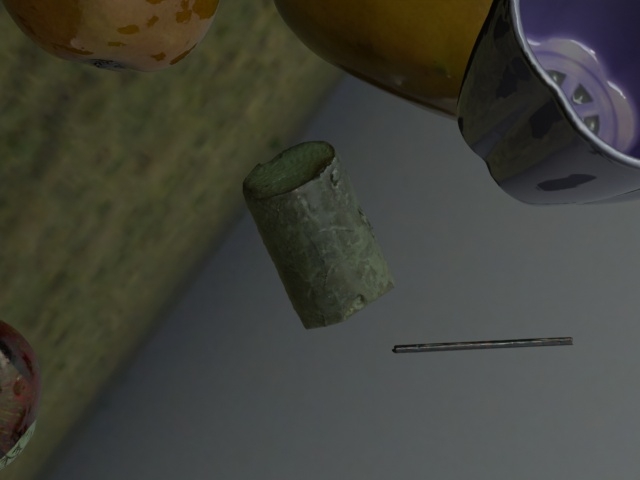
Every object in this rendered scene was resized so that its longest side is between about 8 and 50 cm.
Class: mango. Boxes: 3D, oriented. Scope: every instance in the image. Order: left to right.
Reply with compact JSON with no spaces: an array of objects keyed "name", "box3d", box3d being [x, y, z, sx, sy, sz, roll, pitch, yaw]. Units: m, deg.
[{"name":"mango","box3d":[-0.249,-0.362,1.573,0.264,0.378,0.221,-18,-176,-32]},{"name":"mango","box3d":[0.126,-0.286,1.792,0.300,0.446,0.232,0,123,-53]}]

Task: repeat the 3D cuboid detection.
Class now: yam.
[{"name":"yam","box3d":[0.000,0.000,2.131,0.161,0.268,0.161,-21,-162,7]}]

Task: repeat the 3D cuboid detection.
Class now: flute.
[{"name":"flute","box3d":[0.234,0.150,2.070,0.014,0.269,0.014,178,-90,-79]}]

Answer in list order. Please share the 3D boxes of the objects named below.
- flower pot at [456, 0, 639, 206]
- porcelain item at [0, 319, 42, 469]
[{"name":"flower pot","box3d":[0.235,-0.145,1.221,0.265,0.265,0.243,-55,-174,-22]},{"name":"porcelain item","box3d":[-0.499,0.211,1.969,0.253,0.253,0.253,-53,-176,5]}]
